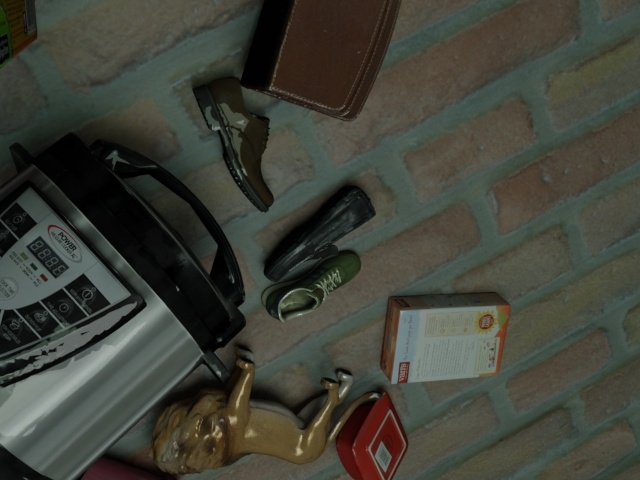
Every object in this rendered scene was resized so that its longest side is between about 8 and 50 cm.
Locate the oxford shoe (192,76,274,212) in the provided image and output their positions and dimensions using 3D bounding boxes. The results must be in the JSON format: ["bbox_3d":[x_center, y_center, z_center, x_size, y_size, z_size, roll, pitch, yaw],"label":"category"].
[{"bbox_3d":[-0.112,-0.149,1.104,0.096,0.083,0.227,-25,116,-8],"label":"oxford shoe"}]

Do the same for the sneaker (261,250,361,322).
[{"bbox_3d":[-0.006,0.088,1.225,0.192,0.086,0.064,-25,116,-6],"label":"sneaker"}]

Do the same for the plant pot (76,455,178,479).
[{"bbox_3d":[-0.359,0.478,1.226,0.180,0.201,0.201,37,97,-11],"label":"plant pot"}]

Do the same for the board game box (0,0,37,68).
[{"bbox_3d":[-0.522,-0.380,0.736,0.356,0.356,0.356,-3,111,-14],"label":"board game box"}]

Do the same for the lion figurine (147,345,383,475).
[{"bbox_3d":[-0.094,0.333,1.259,0.392,0.142,0.240,17,94,-16],"label":"lion figurine"}]

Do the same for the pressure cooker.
[{"bbox_3d":[-0.330,0.073,0.956,0.420,0.375,0.370,-42,130,-16],"label":"pressure cooker"}]

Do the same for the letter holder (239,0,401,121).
[{"bbox_3d":[0.040,-0.335,1.017,0.214,0.152,0.302,14,98,-24],"label":"letter holder"}]

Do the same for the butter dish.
[{"bbox_3d":[0.083,0.396,1.364,0.160,0.118,0.160,-51,127,-43],"label":"butter dish"}]

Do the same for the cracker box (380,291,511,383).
[{"bbox_3d":[0.239,0.186,1.348,0.232,0.067,0.156,-1,110,-17],"label":"cracker box"}]

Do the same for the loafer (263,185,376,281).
[{"bbox_3d":[0.000,0.000,1.198,0.223,0.076,0.078,-41,109,-2],"label":"loafer"}]
